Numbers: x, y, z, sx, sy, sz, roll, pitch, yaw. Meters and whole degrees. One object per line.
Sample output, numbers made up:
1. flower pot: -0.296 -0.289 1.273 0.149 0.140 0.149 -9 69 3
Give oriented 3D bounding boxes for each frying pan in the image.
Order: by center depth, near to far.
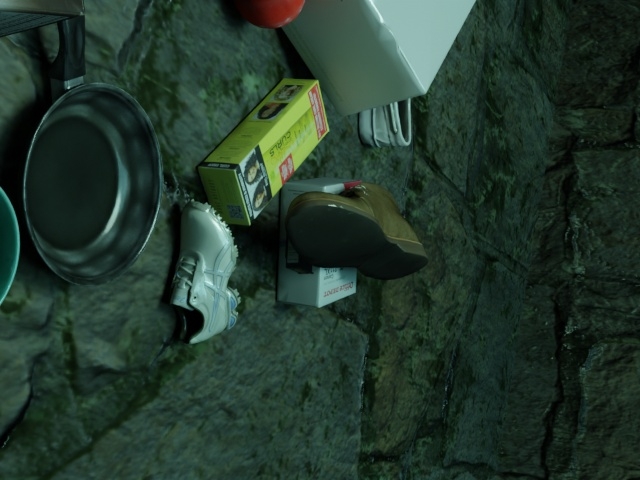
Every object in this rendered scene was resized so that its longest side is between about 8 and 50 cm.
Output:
1. frying pan: -0.240 -0.100 0.847 0.197 0.053 0.326 -60 144 -37

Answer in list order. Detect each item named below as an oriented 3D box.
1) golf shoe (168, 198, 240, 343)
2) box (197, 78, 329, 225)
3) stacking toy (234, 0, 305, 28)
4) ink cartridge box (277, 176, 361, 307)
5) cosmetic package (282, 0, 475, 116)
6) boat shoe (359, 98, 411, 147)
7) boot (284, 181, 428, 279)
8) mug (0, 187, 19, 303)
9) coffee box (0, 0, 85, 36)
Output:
1. golf shoe: -0.142 0.042 1.068 0.086 0.069 0.176 -37 128 -48
2. box: -0.068 -0.119 1.179 0.232 0.058 0.087 -54 141 -45
3. stacking toy: -0.096 -0.345 0.999 0.330 0.141 0.141 55 48 -60
4. ink cartridge box: 0.000 0.000 1.330 0.127 0.072 0.175 -16 111 -62
5. cosmetic package: 0.105 -0.370 1.302 0.197 0.155 0.365 55 47 -27
6. boat shoe: 0.118 -0.283 1.475 0.096 0.088 0.267 -8 104 -63
7. boot: 0.039 -0.029 1.248 0.305 0.112 0.115 21 47 -57
8. mug: -0.313 0.015 0.678 0.157 0.097 0.129 -64 149 -32
9. coffee box: -0.304 -0.224 0.584 0.297 0.119 0.168 -20 104 -61
